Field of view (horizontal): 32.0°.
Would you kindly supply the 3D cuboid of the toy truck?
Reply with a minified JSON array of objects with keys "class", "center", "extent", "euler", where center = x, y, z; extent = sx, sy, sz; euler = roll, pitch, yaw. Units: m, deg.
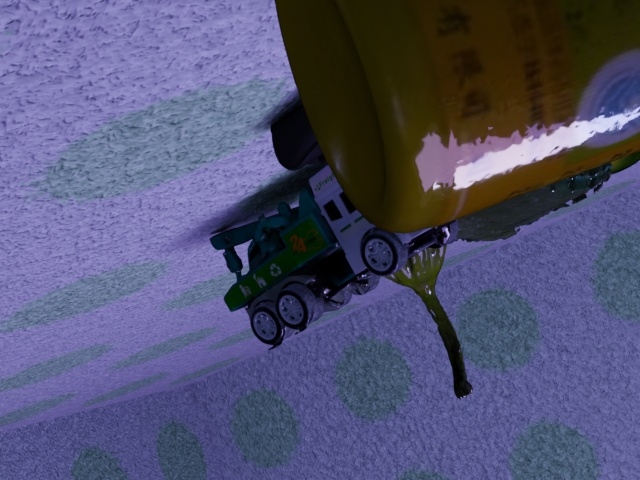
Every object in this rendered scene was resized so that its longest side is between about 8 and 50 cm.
[{"class":"toy truck","center":[0.005,0.006,1.467],"extent":[0.363,0.178,0.177],"euler":[-30,178,41]}]

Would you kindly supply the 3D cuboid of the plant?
[{"class":"plant","center":[0.137,0.071,1.773],"extent":[0.180,0.333,0.251],"euler":[-9,-174,12]}]

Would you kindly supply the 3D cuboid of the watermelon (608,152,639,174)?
[{"class":"watermelon","center":[0.427,-0.165,1.645],"extent":[0.232,0.127,0.204],"euler":[-25,169,-19]}]

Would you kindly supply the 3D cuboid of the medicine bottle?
[{"class":"medicine bottle","center":[0.180,-0.164,0.731],"extent":[0.385,0.224,0.224],"euler":[-20,171,-11]}]

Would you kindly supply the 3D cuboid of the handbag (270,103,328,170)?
[{"class":"handbag","center":[0.105,-0.148,1.129],"extent":[0.244,0.088,0.275],"euler":[-9,166,-40]}]

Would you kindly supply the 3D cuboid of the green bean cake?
[{"class":"green bean cake","center":[0.241,-0.086,1.526],"extent":[0.255,0.132,0.241],"euler":[-2,159,-37]}]
